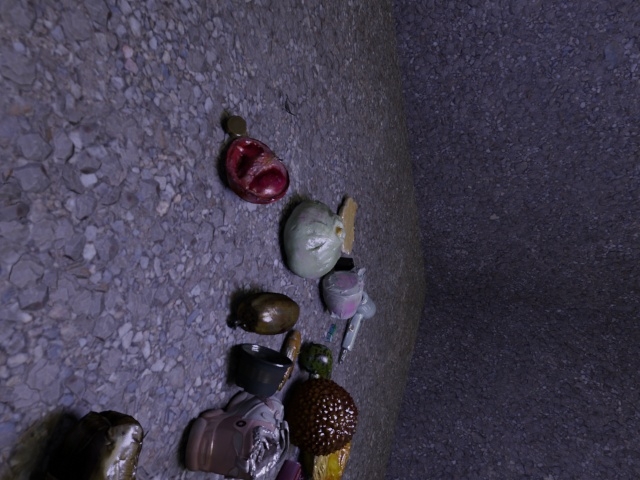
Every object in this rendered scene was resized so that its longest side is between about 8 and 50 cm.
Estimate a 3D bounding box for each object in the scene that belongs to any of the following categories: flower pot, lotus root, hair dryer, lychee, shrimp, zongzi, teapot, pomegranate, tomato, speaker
[{"bbox_3d":[-0.167,0.365,1.120,0.157,0.158,0.106,31,78,-63],"label":"flower pot"},{"bbox_3d":[-0.145,0.208,1.158,0.241,0.124,0.122,12,94,-65],"label":"lotus root"},{"bbox_3d":[0.153,0.413,1.887,0.173,0.108,0.357,51,55,-53],"label":"hair dryer"},{"bbox_3d":[0.012,0.614,1.399,0.267,0.268,0.267,4,90,-65],"label":"lychee"},{"bbox_3d":[-0.104,0.411,1.370,0.115,0.051,0.217,68,33,-47],"label":"shrimp"},{"bbox_3d":[-0.361,0.463,0.713,0.288,0.134,0.285,51,51,-55],"label":"zongzi"},{"bbox_3d":[0.093,0.213,1.654,0.221,0.164,0.178,-73,167,-55],"label":"teapot"},{"bbox_3d":[-0.012,0.432,1.503,0.161,0.122,0.122,-88,171,-65],"label":"pomegranate"},{"bbox_3d":[-0.180,-0.169,1.067,0.189,0.099,0.173,49,49,-2],"label":"tomato"},{"bbox_3d":[0.120,0.171,1.774,0.044,0.082,0.218,-58,144,-46],"label":"speaker"}]

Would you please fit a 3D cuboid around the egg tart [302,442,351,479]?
[{"bbox_3d":[0.023,0.829,1.607,0.341,0.132,0.341,6,90,-65],"label":"egg tart"}]

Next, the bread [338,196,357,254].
[{"bbox_3d":[0.113,-0.068,1.774,0.182,0.039,0.250,20,76,-64],"label":"bread"}]

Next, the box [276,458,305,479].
[{"bbox_3d":[-0.131,0.881,1.361,0.224,0.069,0.120,-50,137,-54],"label":"box"}]

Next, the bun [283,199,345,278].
[{"bbox_3d":[0.000,0.000,1.375,0.283,0.179,0.283,6,90,-67],"label":"bun"}]

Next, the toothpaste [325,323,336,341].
[{"bbox_3d":[0.046,0.398,1.723,0.083,0.020,0.017,-63,145,-40],"label":"toothpaste"}]

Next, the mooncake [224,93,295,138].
[{"bbox_3d":[-0.153,-0.360,1.134,0.347,0.057,0.150,-20,96,-58],"label":"mooncake"}]

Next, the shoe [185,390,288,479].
[{"bbox_3d":[-0.172,0.523,1.060,0.351,0.198,0.171,3,92,-64],"label":"shoe"}]

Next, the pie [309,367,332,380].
[{"bbox_3d":[0.007,0.555,1.638,0.187,0.041,0.186,3,90,-66],"label":"pie"}]
